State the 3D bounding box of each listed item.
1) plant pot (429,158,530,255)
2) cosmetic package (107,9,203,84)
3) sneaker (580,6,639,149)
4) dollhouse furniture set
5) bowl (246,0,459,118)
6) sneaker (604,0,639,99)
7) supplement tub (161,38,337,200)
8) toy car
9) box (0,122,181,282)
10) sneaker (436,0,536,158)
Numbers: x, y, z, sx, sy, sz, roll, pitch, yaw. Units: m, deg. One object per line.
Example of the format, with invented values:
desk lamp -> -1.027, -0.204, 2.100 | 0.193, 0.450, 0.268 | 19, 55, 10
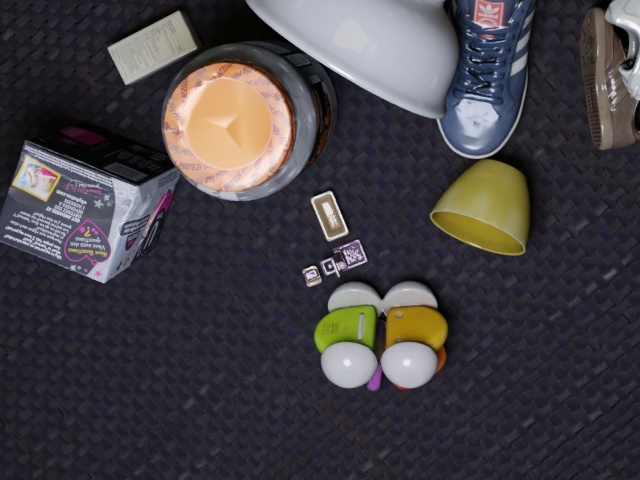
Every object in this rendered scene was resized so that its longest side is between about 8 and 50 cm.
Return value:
plant pot -> 0.225, -0.051, 1.769 | 0.134, 0.134, 0.095 | 23, 77, 3
cosmetic package -> -0.226, -0.264, 1.826 | 0.115, 0.041, 0.060 | -24, 95, 10
sneaker -> 0.387, -0.215, 1.751 | 0.071, 0.066, 0.188 | -8, 104, -8
dollhouse furniture set -> 0.000, 0.000, 1.819 | 0.091, 0.081, 0.114 | -21, 96, 10
bowl -> 0.064, -0.285, 1.649 | 0.298, 0.298, 0.134 | 33, 106, 1
sneaker -> 0.449, -0.194, 1.699 | 0.118, 0.110, 0.292 | -22, 102, -2
supplement tub -> -0.088, -0.155, 1.686 | 0.194, 0.316, 0.193 | 1, 100, 8
toy car -> 0.084, 0.146, 1.816 | 0.182, 0.159, 0.136 | -1, 136, 7
box -> -0.299, -0.052, 1.765 | 0.163, 0.247, 0.142 | 22, 103, 4
sneaker -> 0.214, -0.275, 1.711 | 0.131, 0.148, 0.350 | 7, 101, 6
